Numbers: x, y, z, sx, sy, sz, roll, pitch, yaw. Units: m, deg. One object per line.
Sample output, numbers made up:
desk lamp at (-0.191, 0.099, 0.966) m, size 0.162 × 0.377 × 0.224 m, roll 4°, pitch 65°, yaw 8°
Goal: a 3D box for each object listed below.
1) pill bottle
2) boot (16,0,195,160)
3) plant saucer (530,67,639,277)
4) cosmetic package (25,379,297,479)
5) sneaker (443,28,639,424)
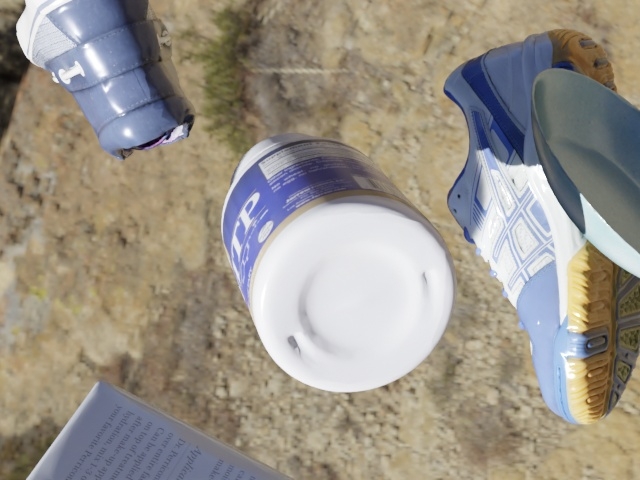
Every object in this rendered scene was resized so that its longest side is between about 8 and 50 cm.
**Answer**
pill bottle at (0.000, 0.000, 0.645) m, size 0.112 × 0.112 × 0.186 m, roll -64°, pitch 21°, yaw 13°
boot at (-0.104, -0.080, 0.529) m, size 0.190 × 0.069 × 0.086 m, roll -166°, pitch 54°, yaw -81°
plant saucer at (0.201, -0.030, 0.713) m, size 0.037 × 0.195 × 0.195 m, roll -48°, pitch 51°, yaw 34°
cosmetic package at (-0.075, 0.349, 1.017) m, size 0.453 × 0.230 × 0.161 m, roll 26°, pitch 141°, yaw 8°
sneaker at (0.167, -0.007, 0.839) m, size 0.131 × 0.112 × 0.296 m, roll -6°, pitch 86°, yaw 38°
